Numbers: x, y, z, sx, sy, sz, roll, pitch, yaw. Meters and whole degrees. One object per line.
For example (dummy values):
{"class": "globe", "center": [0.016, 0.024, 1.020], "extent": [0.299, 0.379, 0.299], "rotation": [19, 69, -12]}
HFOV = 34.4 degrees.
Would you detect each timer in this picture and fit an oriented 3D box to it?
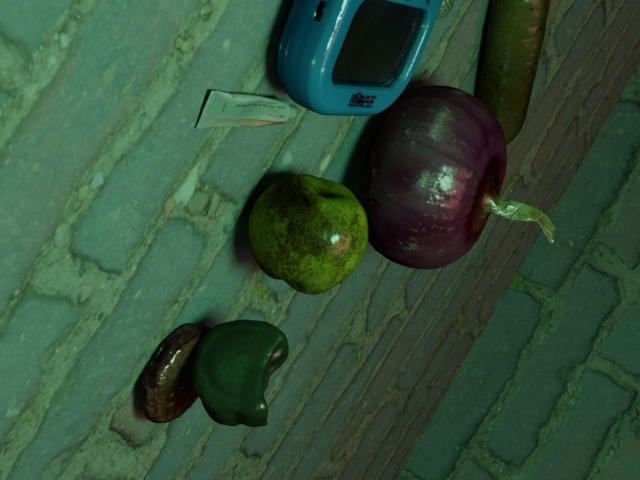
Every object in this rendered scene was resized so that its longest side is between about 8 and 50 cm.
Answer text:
{"class": "timer", "center": [0.069, -0.344, 1.578], "extent": [0.340, 0.115, 0.309], "rotation": [-12, 127, -61]}

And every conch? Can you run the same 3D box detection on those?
{"class": "conch", "center": [0.205, -0.427, 1.846], "extent": [0.085, 0.057, 0.076], "rotation": [-53, 143, -19]}

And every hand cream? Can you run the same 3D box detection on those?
{"class": "hand cream", "center": [-0.103, -0.188, 1.516], "extent": [0.216, 0.038, 0.052], "rotation": [-7, 99, -56]}

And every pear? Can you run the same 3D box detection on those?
{"class": "pear", "center": [-0.023, -0.007, 1.688], "extent": [0.197, 0.197, 0.197], "rotation": [-46, 153, -32]}

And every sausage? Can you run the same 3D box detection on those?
{"class": "sausage", "center": [0.408, -0.376, 2.243], "extent": [0.501, 0.123, 0.136], "rotation": [90, 8, -50]}

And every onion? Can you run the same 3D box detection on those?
{"class": "onion", "center": [0.235, -0.122, 1.957], "extent": [0.358, 0.345, 0.358], "rotation": [20, 66, -56]}

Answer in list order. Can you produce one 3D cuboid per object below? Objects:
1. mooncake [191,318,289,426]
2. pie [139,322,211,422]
{"class": "mooncake", "center": [-0.120, 0.214, 1.660], "extent": [0.175, 0.168, 0.104], "rotation": [-42, 148, -16]}
{"class": "pie", "center": [-0.229, 0.220, 1.701], "extent": [0.182, 0.049, 0.182], "rotation": [-48, 155, -31]}
